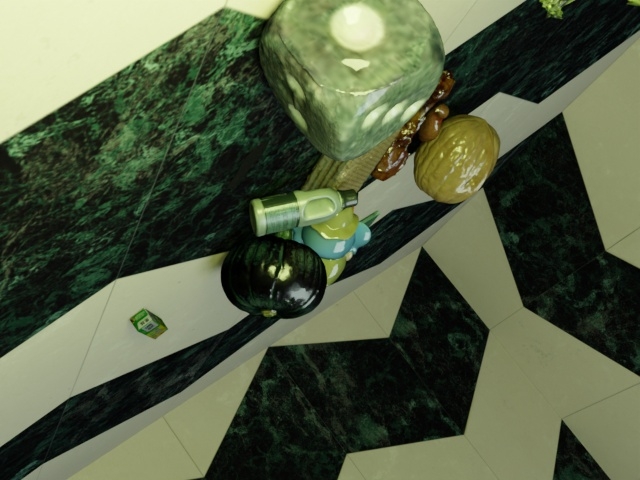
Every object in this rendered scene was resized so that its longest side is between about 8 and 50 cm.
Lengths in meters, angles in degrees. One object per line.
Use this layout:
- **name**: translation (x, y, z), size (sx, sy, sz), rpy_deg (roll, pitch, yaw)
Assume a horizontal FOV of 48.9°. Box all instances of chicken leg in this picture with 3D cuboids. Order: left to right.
- **chicken leg**: translation (0.200, -0.261, 1.590), size (0.304, 0.093, 0.113), rpy_deg (-55, 179, 33)

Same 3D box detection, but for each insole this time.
- **insole**: translation (-0.129, -0.133, 1.239), size (0.045, 0.002, 0.135), rpy_deg (-25, 163, -45)

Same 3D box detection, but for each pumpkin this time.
- **pumpkin**: translation (-0.104, 0.057, 1.629), size (0.248, 0.248, 0.248), rpy_deg (-36, 169, -8)

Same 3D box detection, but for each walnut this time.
- **walnut**: translation (0.371, -0.223, 1.916), size (0.225, 0.225, 0.261), rpy_deg (-23, 153, -53)

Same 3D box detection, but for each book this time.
- **book**: translation (0.138, -0.046, 2.430), size (0.135, 0.017, 0.103), rpy_deg (-31, 166, -33)

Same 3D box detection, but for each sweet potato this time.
- **sweet potato**: translation (0.283, -0.291, 1.783), size (0.055, 0.058, 0.202), rpy_deg (-23, 167, -16)

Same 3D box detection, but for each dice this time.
- **dice**: translation (0.038, -0.227, 0.907), size (0.182, 0.181, 0.183), rpy_deg (-35, 167, -11)

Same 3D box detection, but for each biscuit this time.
- **biscuit**: translation (0.070, -0.187, 1.460), size (0.144, 0.079, 0.426), rpy_deg (-30, 166, -31)

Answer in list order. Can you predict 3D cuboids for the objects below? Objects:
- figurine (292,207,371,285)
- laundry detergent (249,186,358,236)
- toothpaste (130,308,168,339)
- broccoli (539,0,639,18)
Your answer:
- **figurine**: translation (0.001, 0.003, 1.760), size (0.262, 0.180, 0.153), rpy_deg (-54, 168, 32)
- **laundry detergent**: translation (-0.031, -0.067, 1.450), size (0.225, 0.070, 0.099), rpy_deg (-12, 148, -12)
- **toothpaste**: translation (-0.399, 0.197, 1.645), size (0.043, 0.037, 0.178), rpy_deg (-35, 169, -8)
- **broccoli**: translation (0.532, -0.463, 1.128), size (0.221, 0.361, 0.252), rpy_deg (0, 112, -47)
